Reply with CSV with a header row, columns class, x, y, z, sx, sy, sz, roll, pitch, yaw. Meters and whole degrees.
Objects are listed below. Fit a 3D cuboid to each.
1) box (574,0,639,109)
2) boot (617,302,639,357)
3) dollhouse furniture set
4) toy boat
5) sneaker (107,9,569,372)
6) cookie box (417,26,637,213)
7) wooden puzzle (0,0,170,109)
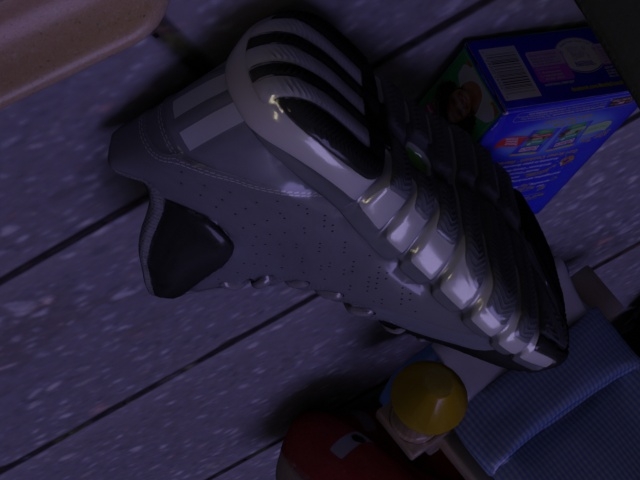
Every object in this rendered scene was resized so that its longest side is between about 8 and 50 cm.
class,x,y,z,sx,sy,sz,roll,pitch,yaw
box,0.237,-0.006,0.601,0.179,0.343,0.312,-32,145,12
boot,0.268,0.087,1.363,0.161,0.083,0.246,-10,149,-22
dollhouse furniture set,0.232,0.100,1.021,0.303,0.286,0.198,-30,163,-25
toy boat,0.084,0.126,1.166,0.231,0.151,0.151,-5,121,-46
sneaker,0.000,0.000,0.754,0.132,0.086,0.229,-24,136,26
cookie box,0.083,-0.048,0.828,0.092,0.040,0.107,-11,154,-34
wooden puzzle,-0.164,-0.081,0.452,0.221,0.044,0.238,-26,155,-1
